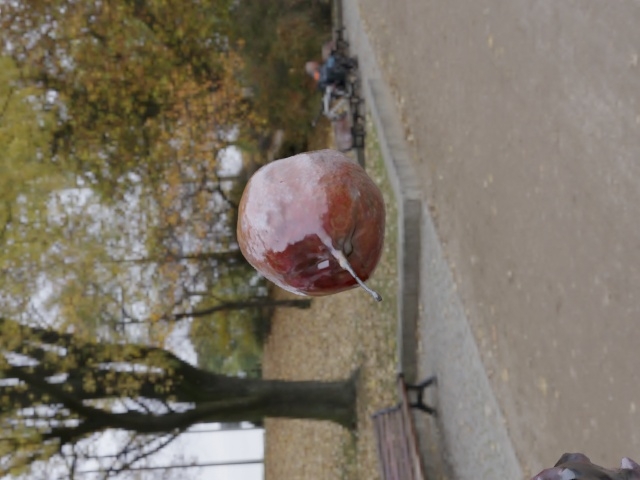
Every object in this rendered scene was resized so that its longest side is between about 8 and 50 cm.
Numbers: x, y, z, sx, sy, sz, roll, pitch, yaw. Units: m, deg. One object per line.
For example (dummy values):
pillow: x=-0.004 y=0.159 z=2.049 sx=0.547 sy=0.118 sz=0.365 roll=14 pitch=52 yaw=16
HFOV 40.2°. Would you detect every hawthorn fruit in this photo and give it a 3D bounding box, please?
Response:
hawthorn fruit: x=0.000 y=0.000 z=0.366 sx=0.103 sy=0.067 sz=0.066 roll=-118 pitch=24 yaw=-66

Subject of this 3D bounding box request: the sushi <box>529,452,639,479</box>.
sushi: x=0.201 y=0.256 z=0.548 sx=0.170 sy=0.237 sz=0.270 roll=-61 pitch=-8 yaw=12
